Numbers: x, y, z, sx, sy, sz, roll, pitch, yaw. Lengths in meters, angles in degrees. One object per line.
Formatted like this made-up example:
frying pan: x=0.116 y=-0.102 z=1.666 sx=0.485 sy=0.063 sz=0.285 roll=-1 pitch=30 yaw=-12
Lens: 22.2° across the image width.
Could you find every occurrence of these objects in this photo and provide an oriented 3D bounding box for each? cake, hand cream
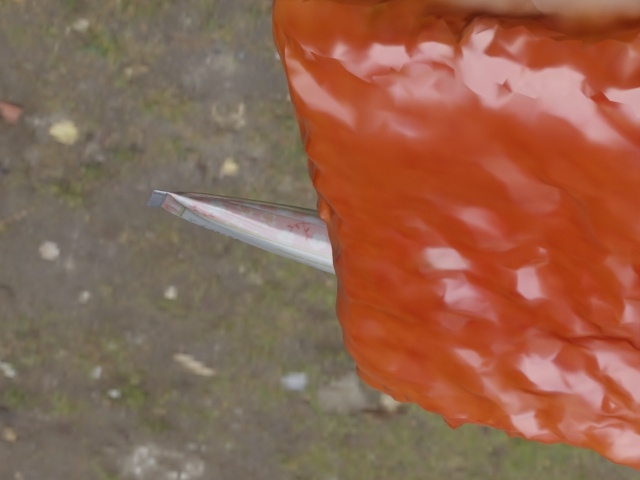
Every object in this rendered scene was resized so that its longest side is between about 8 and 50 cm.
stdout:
cake: x=0.142 y=-0.101 z=0.567 sx=0.270 sy=0.320 sz=0.269 roll=8 pitch=149 yaw=16
hand cream: x=0.000 y=0.000 z=0.974 sx=0.209 sy=0.043 sz=0.067 roll=14 pitch=174 yaw=-7
